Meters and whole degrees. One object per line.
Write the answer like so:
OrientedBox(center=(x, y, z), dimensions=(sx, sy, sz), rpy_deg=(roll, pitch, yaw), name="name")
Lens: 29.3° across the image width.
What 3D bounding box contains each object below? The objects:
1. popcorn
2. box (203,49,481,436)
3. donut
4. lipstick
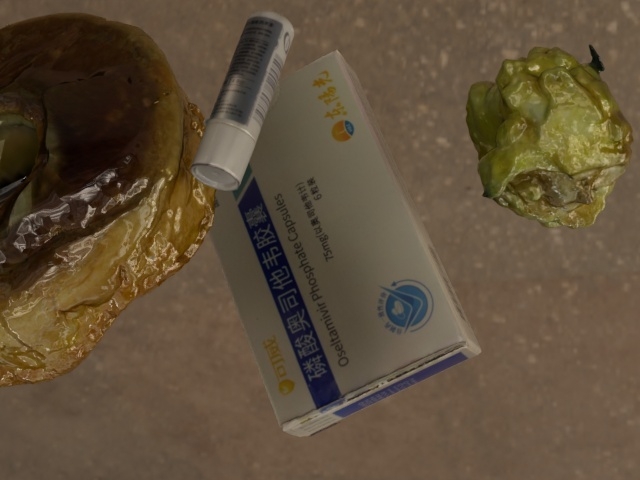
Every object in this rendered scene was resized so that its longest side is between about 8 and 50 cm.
OrientedBox(center=(0.208, -0.102, 1.120), dimensions=(0.142, 0.174, 0.173), rpy_deg=(-13, 137, 8), name="popcorn")
OrientedBox(center=(0.000, 0.000, 1.224), dimensions=(0.200, 0.343, 0.065), rpy_deg=(-27, 157, 9), name="box")
OrientedBox(center=(-0.238, -0.026, 0.987), dimensions=(0.330, 0.330, 0.160), rpy_deg=(-8, 142, 22), name="donut")
OrientedBox(center=(-0.057, -0.107, 0.918), dimensions=(0.040, 0.141, 0.040), rpy_deg=(16, 159, 6), name="lipstick")
